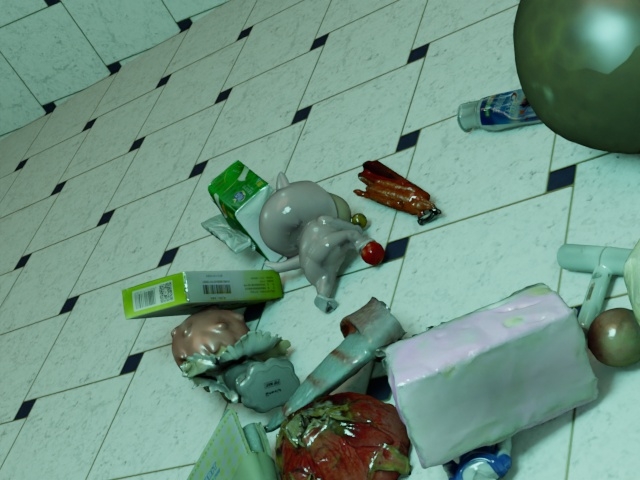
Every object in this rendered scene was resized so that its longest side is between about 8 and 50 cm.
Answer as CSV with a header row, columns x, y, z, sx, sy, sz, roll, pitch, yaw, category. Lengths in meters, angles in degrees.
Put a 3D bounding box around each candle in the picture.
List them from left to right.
x,y,z,sx,sy,sz,roll,pitch,yaw,category
0.148,-0.092,2.055,0.084,0.059,0.301,-54,31,-3,candle

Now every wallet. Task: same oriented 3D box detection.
x,y,z,sx,sy,sz,roll,pitch,yaw,category
-0.133,0.426,1.631,0.223,0.077,0.309,-56,27,17,wallet

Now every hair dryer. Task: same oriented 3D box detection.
x,y,z,sx,sy,sz,roll,pitch,yaw,category
0.379,0.084,1.564,0.155,0.044,0.183,6,57,55,hair dryer

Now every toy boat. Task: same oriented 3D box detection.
x,y,z,sx,sy,sz,roll,pitch,yaw,category
0.011,0.213,1.728,0.282,0.096,0.206,-41,5,-3,toy boat

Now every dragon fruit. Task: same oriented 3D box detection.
x,y,z,sx,sy,sz,roll,pitch,yaw,category
0.012,0.295,1.603,0.223,0.148,0.218,-20,35,33,dragon fruit

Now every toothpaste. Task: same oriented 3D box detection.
x,y,z,sx,sy,sz,roll,pitch,yaw,category
0.379,-0.246,2.000,0.266,0.061,0.096,-5,44,38,toothpaste

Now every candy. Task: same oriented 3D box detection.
x,y,z,sx,sy,sz,roll,pitch,yaw,category
0.222,0.177,1.439,0.265,0.156,0.116,-22,21,-3,candy

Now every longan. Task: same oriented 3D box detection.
x,y,z,sx,sy,sz,roll,pitch,yaw,category
0.486,-0.316,1.664,0.404,0.336,0.405,-23,46,27,longan

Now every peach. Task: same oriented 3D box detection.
x,y,z,sx,sy,sz,roll,pitch,yaw,category
0.394,0.129,1.441,0.083,0.083,0.083,-30,31,20,peach

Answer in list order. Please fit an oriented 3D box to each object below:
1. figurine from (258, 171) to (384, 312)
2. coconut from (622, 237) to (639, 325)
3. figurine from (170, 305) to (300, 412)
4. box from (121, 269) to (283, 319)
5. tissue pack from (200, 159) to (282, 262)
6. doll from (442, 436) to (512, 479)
x,y,z,sx,sy,sz,roll,pitch,yaw,category
0.000,0.000,2.050,0.287,0.186,0.176,46,132,44,figurine
0.504,0.021,1.302,0.266,0.237,0.237,-49,30,-16,coconut
-0.176,0.213,1.949,0.207,0.166,0.387,-16,16,-28,figurine
-0.221,0.101,2.058,0.175,0.260,0.062,-16,79,38,box
-0.155,-0.047,2.260,0.156,0.148,0.209,-43,29,-5,tissue pack
0.212,0.297,1.463,0.114,0.057,0.227,-25,24,16,doll
